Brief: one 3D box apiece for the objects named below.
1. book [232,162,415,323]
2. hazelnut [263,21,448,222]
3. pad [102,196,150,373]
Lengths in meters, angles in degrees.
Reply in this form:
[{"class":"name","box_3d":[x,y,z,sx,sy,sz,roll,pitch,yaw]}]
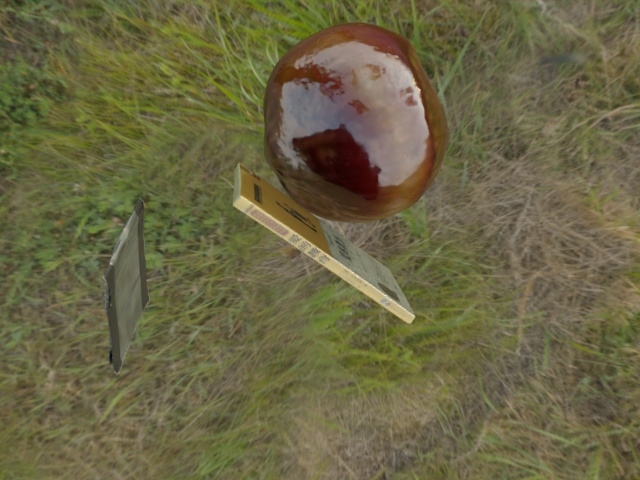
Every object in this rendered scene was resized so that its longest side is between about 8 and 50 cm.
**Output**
[{"class":"book","box_3d":[0.000,0.000,0.659,0.172,0.118,0.012,35,101,-15]},{"class":"hazelnut","box_3d":[0.032,-0.099,0.762,0.178,0.204,0.178,0,63,1]},{"class":"pad","box_3d":[-0.295,0.072,1.204,0.022,0.233,0.174,11,46,1]}]
